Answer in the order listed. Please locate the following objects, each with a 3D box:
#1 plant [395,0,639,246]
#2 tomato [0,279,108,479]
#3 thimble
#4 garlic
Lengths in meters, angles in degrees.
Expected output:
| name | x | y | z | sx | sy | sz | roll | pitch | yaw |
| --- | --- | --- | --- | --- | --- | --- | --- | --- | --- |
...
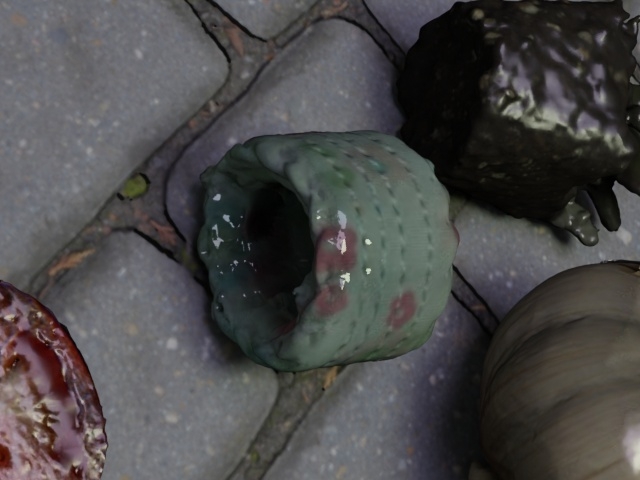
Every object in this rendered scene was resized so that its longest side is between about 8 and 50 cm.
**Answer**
| name | x | y | z | sx | sy | sz | roll | pitch | yaw |
| --- | --- | --- | --- | --- | --- | --- | --- | --- | --- |
| plant | 0.222 | -0.118 | 1.463 | 0.276 | 0.188 | 0.199 | 11 | 68 | -30 |
| tomato | -0.267 | 0.137 | 1.106 | 0.225 | 0.085 | 0.225 | 9 | 71 | -29 |
| thimble | 0.000 | 0.000 | 1.284 | 0.149 | 0.185 | 0.211 | -3 | 41 | -37 |
| garlic | 0.271 | 0.180 | 1.361 | 0.322 | 0.241 | 0.322 | 18 | 50 | -23 |
